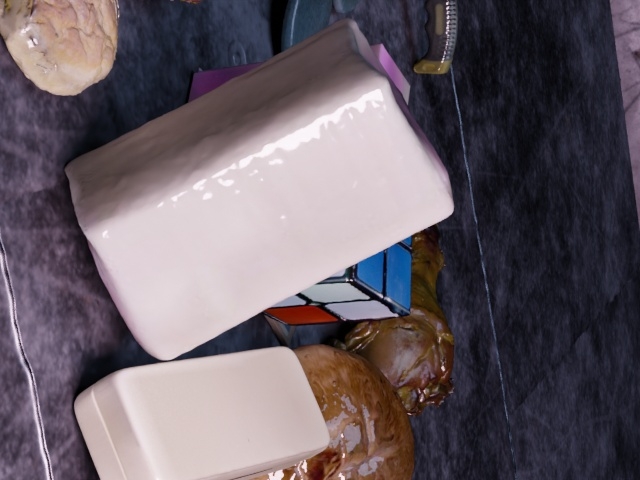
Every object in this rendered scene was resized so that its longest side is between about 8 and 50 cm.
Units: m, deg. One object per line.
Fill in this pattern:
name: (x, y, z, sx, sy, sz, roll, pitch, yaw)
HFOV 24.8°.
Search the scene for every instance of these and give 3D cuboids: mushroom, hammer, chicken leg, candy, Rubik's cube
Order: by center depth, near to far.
candy: (-0.062, -0.045, 1.463, 0.208, 0.359, 0.145, 61, 5, -36)
Rubik's cube: (0.000, 0.001, 1.757, 0.183, 0.180, 0.167, 36, 53, -60)
mushroom: (0.005, 0.261, 1.777, 0.278, 0.146, 0.278, 2, 88, -44)
chicken leg: (0.137, 0.126, 2.096, 0.211, 0.140, 0.361, 65, 35, -21)
hammer: (0.191, -0.378, 2.325, 0.041, 0.159, 0.226, -29, 125, -61)

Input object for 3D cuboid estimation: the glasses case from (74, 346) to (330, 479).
glasses case: (-0.116, 0.192, 1.540, 0.313, 0.070, 0.131, -3, 65, -57)

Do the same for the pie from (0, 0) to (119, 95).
pie: (-0.250, -0.249, 1.448, 0.185, 0.052, 0.218, 30, 57, -58)

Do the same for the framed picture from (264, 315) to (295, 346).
framed picture: (-0.058, 0.047, 1.848, 0.149, 0.011, 0.109, 62, 34, -41)

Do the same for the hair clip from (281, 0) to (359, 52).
hair clip: (0.072, -0.438, 1.956, 0.318, 0.239, 0.392, -40, 120, -63)

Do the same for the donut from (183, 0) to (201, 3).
donut: (-0.164, -0.359, 1.611, 0.233, 0.085, 0.199, -29, 111, -63)

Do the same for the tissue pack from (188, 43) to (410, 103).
tissue pack: (-0.032, -0.129, 1.660, 0.092, 0.246, 0.148, 48, 42, -51)
